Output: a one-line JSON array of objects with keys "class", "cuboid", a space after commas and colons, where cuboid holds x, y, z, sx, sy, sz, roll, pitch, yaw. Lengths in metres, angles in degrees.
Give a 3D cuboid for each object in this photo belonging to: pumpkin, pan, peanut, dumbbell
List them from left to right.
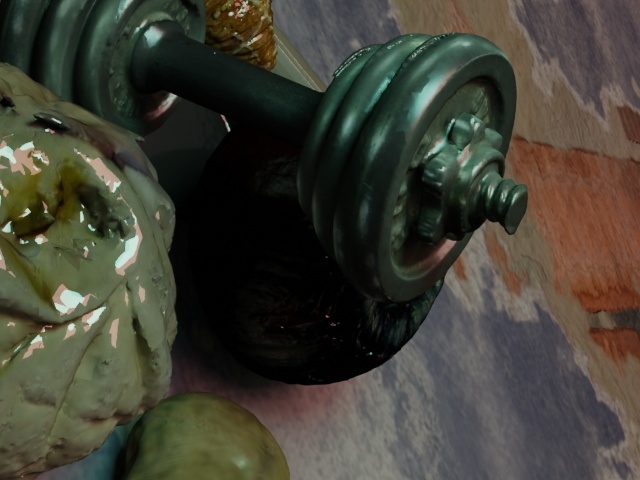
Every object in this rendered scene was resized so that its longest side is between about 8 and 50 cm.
[{"class": "pan", "cuboid": [-0.147, -0.101, 1.076, 0.235, 0.028, 0.136, 30, 61, -35]}, {"class": "peanut", "cuboid": [-0.083, 0.195, 0.907, 0.129, 0.129, 0.224, 46, 28, -28]}, {"class": "dumbbell", "cuboid": [-0.047, -0.096, 0.909, 0.179, 0.406, 0.179, -45, 149, -37]}, {"class": "pumpkin", "cuboid": [0.000, 0.000, 1.080, 0.233, 0.163, 0.233, -27, 126, -44]}]

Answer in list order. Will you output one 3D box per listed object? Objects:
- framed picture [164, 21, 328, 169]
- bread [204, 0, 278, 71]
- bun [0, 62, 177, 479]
[{"class": "framed picture", "cuboid": [-0.076, -0.132, 1.222, 0.315, 0.024, 0.232, 50, 36, -22]}, {"class": "bread", "cuboid": [-0.103, -0.230, 1.166, 0.233, 0.076, 0.105, 43, 40, -32]}, {"class": "bun", "cuboid": [-0.197, 0.006, 0.788, 0.281, 0.205, 0.281, 37, 41, -39]}]
